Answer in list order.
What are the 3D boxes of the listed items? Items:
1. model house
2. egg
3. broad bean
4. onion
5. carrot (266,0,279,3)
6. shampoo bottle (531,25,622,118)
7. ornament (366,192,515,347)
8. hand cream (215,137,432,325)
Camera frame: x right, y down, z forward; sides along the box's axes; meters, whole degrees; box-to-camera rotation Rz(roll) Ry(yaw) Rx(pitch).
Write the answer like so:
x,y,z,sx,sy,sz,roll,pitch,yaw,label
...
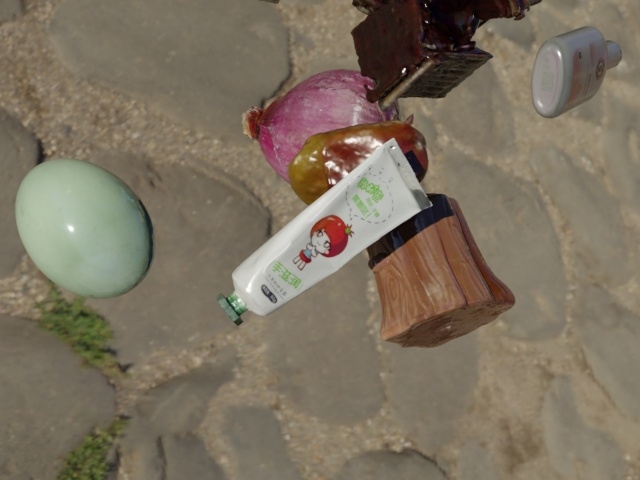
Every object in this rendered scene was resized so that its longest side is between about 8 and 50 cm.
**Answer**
x,y,z,sx,sy,sz,roll,pitch,yaw,label
0.111,-0.219,0.868,0.141,0.203,0.164,46,35,-6,model house
-0.290,-0.015,1.207,0.192,0.149,0.149,47,45,-4,egg
0.061,-0.115,1.566,0.156,0.229,0.122,68,11,-53,broad bean
-0.017,-0.223,1.852,0.159,0.349,0.267,66,37,-62,onion
-0.090,-0.416,1.536,0.082,0.082,0.173,65,18,-1,carrot
0.264,-0.177,0.998,0.165,0.040,0.079,-26,123,-49,shampoo bottle
0.186,0.051,1.672,0.235,0.221,0.217,-16,69,-4,ornament
0.000,0.000,1.391,0.336,0.076,0.121,-37,118,-3,hand cream
